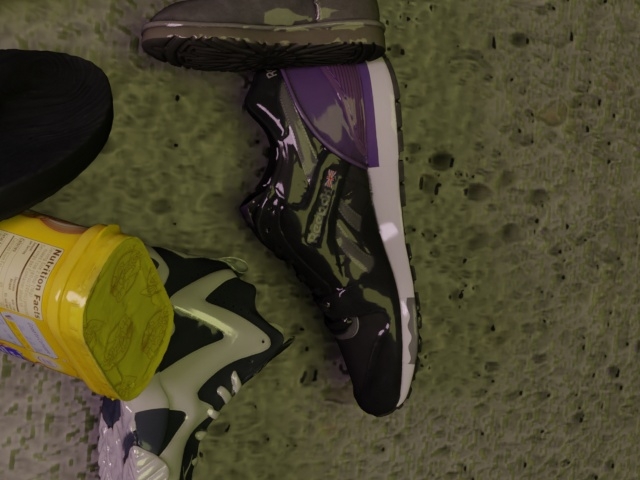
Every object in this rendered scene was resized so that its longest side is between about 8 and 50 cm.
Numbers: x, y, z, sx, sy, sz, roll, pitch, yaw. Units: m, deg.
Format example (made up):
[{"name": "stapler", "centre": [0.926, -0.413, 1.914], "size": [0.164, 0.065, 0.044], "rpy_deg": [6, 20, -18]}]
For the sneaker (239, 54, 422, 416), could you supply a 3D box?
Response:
[{"name": "sneaker", "centre": [0.000, 0.000, 0.794], "size": [0.124, 0.107, 0.283], "rpy_deg": [-7, 93, -12]}]

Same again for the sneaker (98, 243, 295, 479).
[{"name": "sneaker", "centre": [-0.081, 0.114, 0.736], "size": [0.153, 0.094, 0.235], "rpy_deg": [-3, 70, -28]}]

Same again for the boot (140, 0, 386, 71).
[{"name": "boot", "centre": [-0.040, -0.230, 0.735], "size": [0.190, 0.076, 0.208], "rpy_deg": [-3, 84, -15]}]

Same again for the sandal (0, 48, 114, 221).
[{"name": "sandal", "centre": [-0.329, -0.067, 0.544], "size": [0.446, 0.167, 0.107], "rpy_deg": [-8, 134, -21]}]

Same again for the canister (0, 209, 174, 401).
[{"name": "canister", "centre": [-0.189, 0.026, 0.630], "size": [0.126, 0.170, 0.073], "rpy_deg": [79, 32, -56]}]
